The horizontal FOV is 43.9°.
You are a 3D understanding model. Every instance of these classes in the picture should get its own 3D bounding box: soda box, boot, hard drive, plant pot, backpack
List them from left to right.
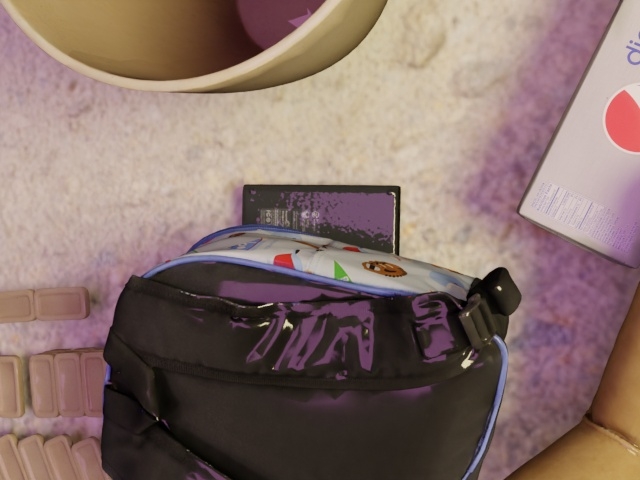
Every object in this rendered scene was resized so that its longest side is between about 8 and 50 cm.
[{"bbox_3d":[-0.045,-0.212,0.550,0.256,0.274,0.257,1,92,15],"label":"plant pot"},{"bbox_3d":[-0.016,0.107,0.577,0.263,0.213,0.277,16,101,4],"label":"backpack"},{"bbox_3d":[0.000,0.000,0.672,0.135,0.022,0.094,2,92,15],"label":"hard drive"},{"bbox_3d":[0.201,0.078,0.500,0.089,0.236,0.270,30,115,33],"label":"boot"},{"bbox_3d":[0.243,-0.127,0.565,0.091,0.098,0.286,26,98,11],"label":"soda box"}]

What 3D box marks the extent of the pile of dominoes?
[{"bbox_3d":[-0.292,0.145,0.760,0.251,0.040,0.196,-5,91,23],"label":"pile of dominoes"}]
